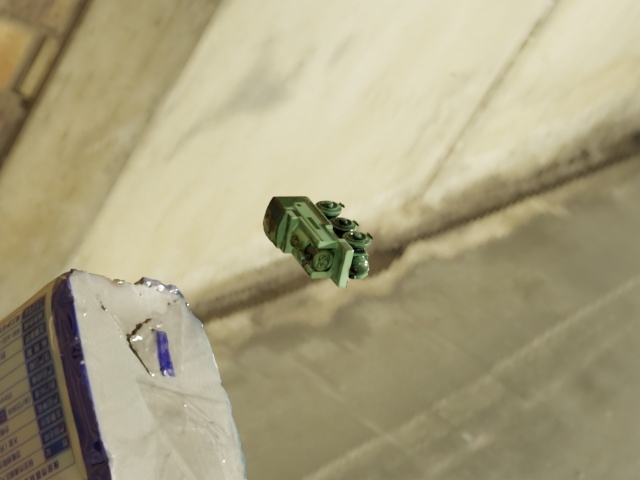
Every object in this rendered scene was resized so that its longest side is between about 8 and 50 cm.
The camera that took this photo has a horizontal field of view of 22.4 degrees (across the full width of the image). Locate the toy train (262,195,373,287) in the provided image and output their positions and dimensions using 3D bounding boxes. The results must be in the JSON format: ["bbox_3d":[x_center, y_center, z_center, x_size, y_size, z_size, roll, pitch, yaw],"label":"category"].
[{"bbox_3d":[0.000,0.000,1.076,0.053,0.033,0.083,-2,30,-26],"label":"toy train"}]

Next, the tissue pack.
[{"bbox_3d":[-0.187,0.166,1.133,0.137,0.269,0.209,4,60,-46],"label":"tissue pack"}]
